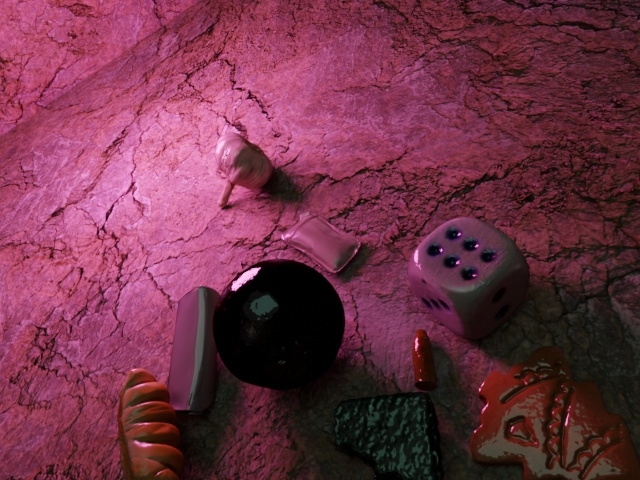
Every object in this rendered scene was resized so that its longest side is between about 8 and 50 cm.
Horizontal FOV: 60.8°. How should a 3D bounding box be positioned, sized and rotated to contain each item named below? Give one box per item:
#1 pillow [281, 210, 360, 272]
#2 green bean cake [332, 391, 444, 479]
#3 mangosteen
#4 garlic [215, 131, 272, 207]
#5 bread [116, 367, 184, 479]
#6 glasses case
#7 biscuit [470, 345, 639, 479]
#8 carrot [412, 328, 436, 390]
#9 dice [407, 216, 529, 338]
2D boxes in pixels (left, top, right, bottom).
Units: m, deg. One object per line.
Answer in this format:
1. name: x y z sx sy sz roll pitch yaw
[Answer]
1. pillow: 0.000 0.000 1.471 0.130 0.038 0.232 -43 51 -18
2. green bean cake: 0.130 0.404 1.051 0.208 0.107 0.193 -9 53 16
3. mangosteen: -0.085 0.173 1.214 0.297 0.297 0.313 -8 25 16
4. garlic: -0.265 -0.203 1.680 0.226 0.199 0.199 -53 47 15
5. bread: -0.370 0.447 1.190 0.121 0.173 0.311 -1 47 -30
6. glasses case: -0.310 0.274 1.342 0.128 0.083 0.308 -16 60 34
7. biscuit: 0.439 0.344 1.011 0.306 0.043 0.284 28 68 37
8. carrot: 0.219 0.252 1.177 0.048 0.048 0.139 -12 48 14
9. dice: 0.317 0.080 1.175 0.194 0.192 0.193 -37 50 -11
